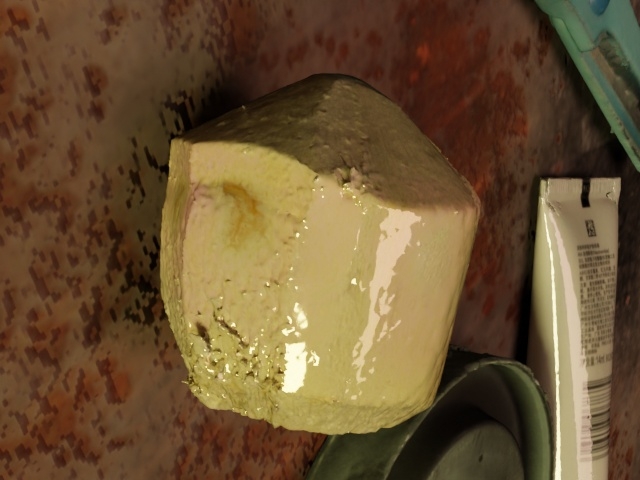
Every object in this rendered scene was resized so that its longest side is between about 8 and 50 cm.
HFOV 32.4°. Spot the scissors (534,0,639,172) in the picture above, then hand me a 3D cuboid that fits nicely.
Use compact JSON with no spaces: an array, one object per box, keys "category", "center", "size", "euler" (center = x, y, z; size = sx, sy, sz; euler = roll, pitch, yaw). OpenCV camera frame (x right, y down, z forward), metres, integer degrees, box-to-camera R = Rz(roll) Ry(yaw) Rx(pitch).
[{"category":"scissors","center":[0.147,-0.152,0.619],"size":[0.393,0.032,0.180],"euler":[46,65,-49]}]

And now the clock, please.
[{"category":"clock","center":[0.058,0.168,0.604],"size":[0.226,0.049,0.226],"euler":[-21,117,-48]}]

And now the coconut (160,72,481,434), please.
[{"category":"coconut","center":[0.000,0.000,0.406],"size":[0.116,0.116,0.122],"euler":[-4,105,-53]}]

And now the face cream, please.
[{"category":"face cream","center":[0.159,0.081,0.705],"size":[0.092,0.058,0.244],"euler":[-4,100,-47]}]
